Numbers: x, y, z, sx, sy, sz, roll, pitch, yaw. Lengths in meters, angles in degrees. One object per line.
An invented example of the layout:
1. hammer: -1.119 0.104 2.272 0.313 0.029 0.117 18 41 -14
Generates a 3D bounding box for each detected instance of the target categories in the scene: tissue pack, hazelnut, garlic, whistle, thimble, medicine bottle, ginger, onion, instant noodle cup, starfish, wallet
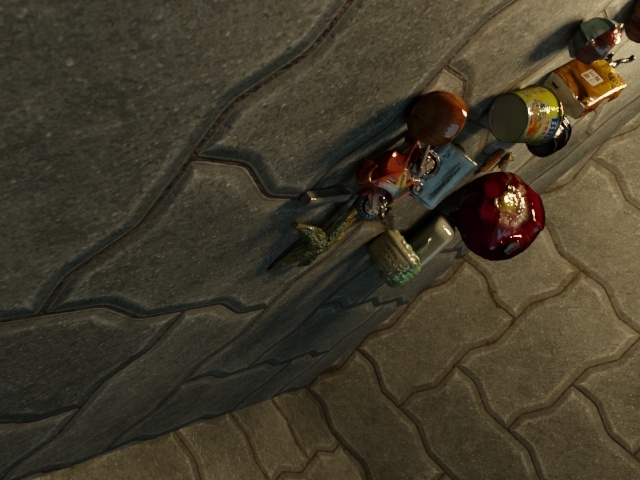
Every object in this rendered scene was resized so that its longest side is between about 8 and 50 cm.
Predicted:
1. tissue pack: 0.913 -0.536 1.949 0.226 0.183 0.092 -28 160 -22
2. hazelnut: 0.305 -0.327 1.494 0.150 0.150 0.150 -32 160 -13
3. garlic: 1.151 -0.754 1.889 0.245 0.160 0.245 -23 155 -11
4. whistle: 0.880 -0.632 1.771 0.346 0.134 0.142 -27 151 -48
5. thimble: 0.298 0.068 2.231 0.150 0.219 0.219 -38 161 10
6. medicine bottle: 0.423 0.043 2.452 0.375 0.123 0.282 -45 -178 20
7. ginger: 0.805 -0.349 2.426 0.048 0.030 0.097 6 138 -23
8. onion: 0.736 -0.088 2.483 0.399 0.398 0.420 -25 180 -30
9. instant noodle cup: 0.647 -0.403 1.814 0.153 0.204 0.205 -10 149 -33
10. starfish: 0.001 0.003 1.804 0.347 0.078 0.357 -30 160 -26
11. wallet: 0.377 -0.215 1.832 0.167 0.036 0.222 35 114 -22

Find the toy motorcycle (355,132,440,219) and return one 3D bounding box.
1. toy motorcycle: 0.208 -0.190 1.596 0.298 0.171 0.089 -36 -163 -11

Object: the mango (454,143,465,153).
1. mango: 0.425 -0.242 1.906 0.137 0.098 0.195 -34 161 -43

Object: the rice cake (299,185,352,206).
1. rice cake: 0.020 -0.124 1.591 0.207 0.036 0.047 -14 162 -49

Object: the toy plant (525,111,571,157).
1. toy plant: 0.880 -0.432 2.180 0.235 0.176 0.218 -55 166 -33

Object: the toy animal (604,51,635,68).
1. toy animal: 1.074 -0.639 2.141 0.148 0.084 0.232 -30 163 -16

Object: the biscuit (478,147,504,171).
1. biscuit: 0.708 -0.329 2.319 0.102 0.019 0.130 -18 153 -45

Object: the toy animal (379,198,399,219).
1. toy animal: 0.191 -0.138 1.745 0.186 0.094 0.214 -50 160 -48

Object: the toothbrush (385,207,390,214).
1. toothbrush: 0.239 -0.189 1.805 0.041 0.040 0.364 -29 158 -21
